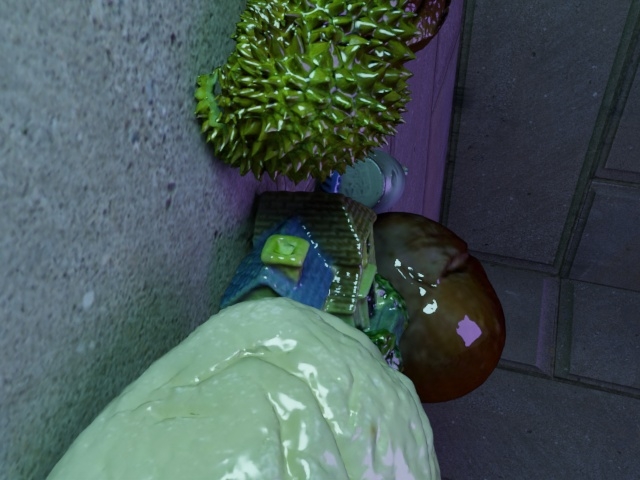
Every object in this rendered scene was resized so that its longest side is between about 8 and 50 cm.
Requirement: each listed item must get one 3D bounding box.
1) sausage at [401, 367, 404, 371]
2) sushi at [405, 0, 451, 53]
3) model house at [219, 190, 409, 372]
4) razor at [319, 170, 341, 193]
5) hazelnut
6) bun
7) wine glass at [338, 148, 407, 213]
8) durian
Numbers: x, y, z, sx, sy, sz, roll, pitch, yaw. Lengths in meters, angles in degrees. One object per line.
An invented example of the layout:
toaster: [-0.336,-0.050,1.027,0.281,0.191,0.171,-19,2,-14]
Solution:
sausage: [0.047,0.296,1.091,0.326,0.079,0.087,-60,-148,36]
sushi: [0.128,-0.364,1.035,0.149,0.140,0.287,19,79,-38]
model house: [-0.006,0.054,0.718,0.214,0.195,0.189,-60,149,-51]
razor: [0.000,0.000,0.971,0.082,0.042,0.253,-171,-90,-83]
hazelnut: [0.169,0.124,1.172,0.315,0.372,0.372,-37,157,-5]
bun: [-0.041,0.231,0.503,0.349,0.227,0.352,-64,151,-3]
wine glass: [0.082,-0.097,1.076,0.204,0.111,0.111,-19,119,-69]
durian: [-0.003,-0.160,0.605,0.237,0.176,0.200,-58,137,-29]
